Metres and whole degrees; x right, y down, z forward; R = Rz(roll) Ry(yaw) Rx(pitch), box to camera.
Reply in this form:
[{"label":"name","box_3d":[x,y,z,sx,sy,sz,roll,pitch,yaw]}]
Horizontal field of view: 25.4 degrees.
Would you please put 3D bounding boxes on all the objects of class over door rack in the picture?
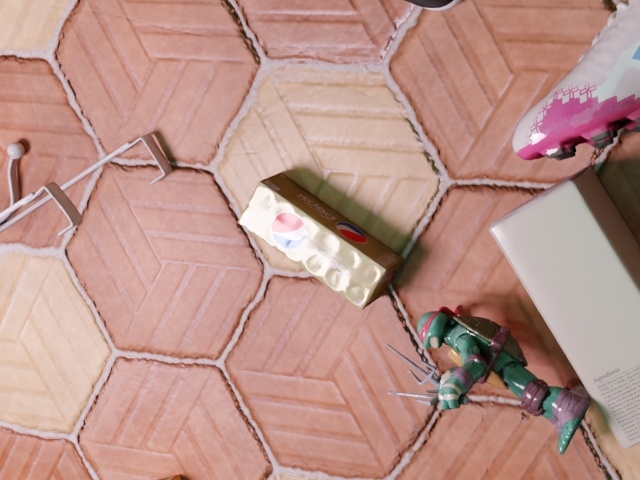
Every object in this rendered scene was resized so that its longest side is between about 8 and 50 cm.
[{"label":"over door rack","box_3d":[-0.371,-0.053,1.677,0.324,0.239,0.108,-16,101,27]}]

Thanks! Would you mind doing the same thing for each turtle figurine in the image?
[{"label":"turtle figurine","box_3d":[0.173,0.144,1.528,0.234,0.175,0.118,28,97,14]}]

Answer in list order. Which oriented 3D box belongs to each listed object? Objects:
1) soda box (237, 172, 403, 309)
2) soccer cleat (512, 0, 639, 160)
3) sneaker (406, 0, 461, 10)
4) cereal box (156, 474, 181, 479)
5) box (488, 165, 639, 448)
[{"label":"soda box","box_3d":[0.000,0.000,1.621,0.181,0.058,0.061,36,114,13]},{"label":"soccer cleat","box_3d":[0.326,-0.195,1.406,0.331,0.116,0.143,-27,83,22]},{"label":"sneaker","box_3d":[0.112,-0.376,1.428,0.105,0.147,0.295,12,106,23]},{"label":"cereal box","box_3d":[-0.259,0.414,1.847,0.240,0.047,0.173,-18,95,27]},{"label":"box","box_3d":[0.300,0.069,1.483,0.113,0.094,0.275,-30,89,27]}]
